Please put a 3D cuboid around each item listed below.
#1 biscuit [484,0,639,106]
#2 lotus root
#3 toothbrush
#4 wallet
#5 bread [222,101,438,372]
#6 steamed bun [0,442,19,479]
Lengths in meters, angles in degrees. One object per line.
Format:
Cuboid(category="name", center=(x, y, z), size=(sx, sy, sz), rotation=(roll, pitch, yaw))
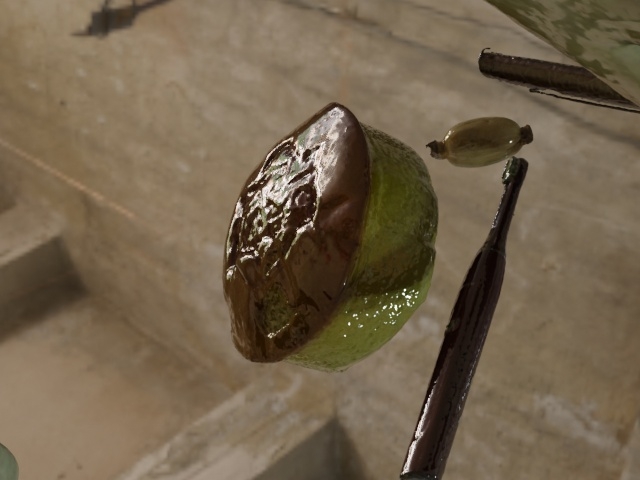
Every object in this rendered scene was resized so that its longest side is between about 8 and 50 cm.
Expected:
Cuboid(category="biscuit", center=(0.164, -0.124, 0.545), size=(0.291, 0.062, 0.237), rotation=(26, 180, -29))
Cuboid(category="lotus root", center=(0.223, -0.138, 1.578), size=(0.151, 0.073, 0.062), rotation=(-9, -130, 3))
Cuboid(category="toothbrush", center=(0.139, 0.061, 1.011), size=(0.041, 0.041, 0.364), rotation=(14, -123, 15))
Cuboid(category="wallet", center=(0.269, -0.128, 0.970), size=(0.133, 0.039, 0.243), rotation=(-3, -163, -44))
Cuboid(category="bread", center=(0.000, 0.000, 1.125), size=(0.148, 0.269, 0.270), rotation=(18, -159, -30))
Cuboid(category="steamed bun", center=(-0.415, 0.270, 1.056), size=(0.200, 0.170, 0.225), rotation=(38, -141, -21))
